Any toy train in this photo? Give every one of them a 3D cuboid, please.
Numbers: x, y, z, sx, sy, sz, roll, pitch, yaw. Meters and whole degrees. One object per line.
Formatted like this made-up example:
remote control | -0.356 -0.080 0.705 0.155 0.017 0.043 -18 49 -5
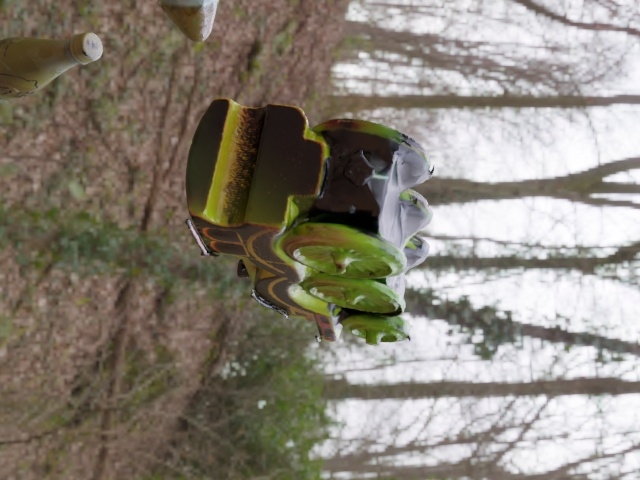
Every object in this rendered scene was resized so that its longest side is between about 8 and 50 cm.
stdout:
toy train | 0.000 0.000 0.738 0.296 0.160 0.101 74 26 -68

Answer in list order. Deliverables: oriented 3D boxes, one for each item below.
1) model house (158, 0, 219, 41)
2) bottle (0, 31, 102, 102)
model house | -0.144 -0.315 0.861 0.184 0.253 0.291 -131 -151 -56
bottle | -0.398 -0.238 1.359 0.269 0.083 0.083 -4 -94 35
